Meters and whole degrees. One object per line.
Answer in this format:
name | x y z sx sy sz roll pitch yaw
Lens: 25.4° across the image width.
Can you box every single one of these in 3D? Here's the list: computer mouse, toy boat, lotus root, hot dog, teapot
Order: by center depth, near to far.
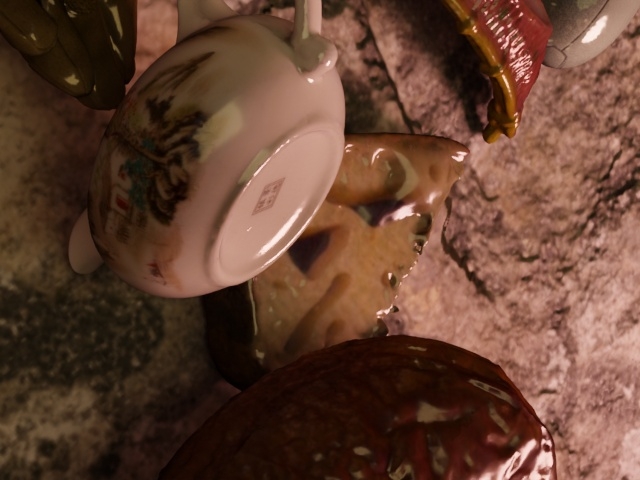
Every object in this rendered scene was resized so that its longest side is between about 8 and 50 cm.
teapot | -0.071 -0.070 0.945 0.204 0.139 0.298 -11 134 -58
hot dog | -0.003 0.226 1.023 0.388 0.174 0.267 -32 136 -31
lotus root | 0.000 0.000 1.106 0.170 0.074 0.260 33 76 -29
toy boat | 0.105 -0.218 1.144 0.318 0.099 0.141 56 24 -25
computer mouse | 0.252 -0.255 1.252 0.113 0.068 0.229 32 77 -34

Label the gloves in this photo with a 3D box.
gloves | -0.187 -0.235 0.907 0.154 0.141 0.331 -40 137 -25
